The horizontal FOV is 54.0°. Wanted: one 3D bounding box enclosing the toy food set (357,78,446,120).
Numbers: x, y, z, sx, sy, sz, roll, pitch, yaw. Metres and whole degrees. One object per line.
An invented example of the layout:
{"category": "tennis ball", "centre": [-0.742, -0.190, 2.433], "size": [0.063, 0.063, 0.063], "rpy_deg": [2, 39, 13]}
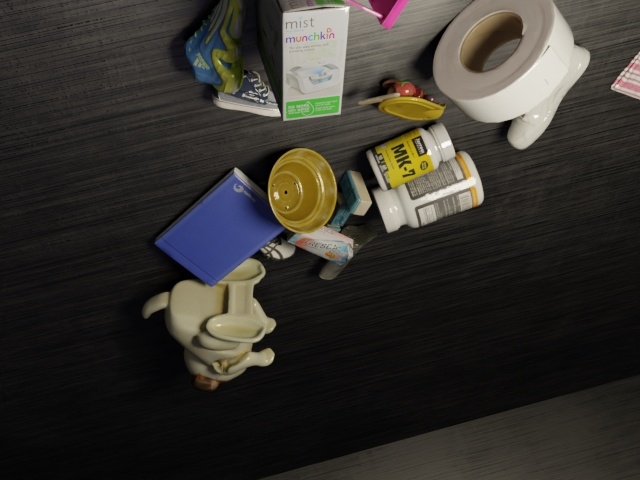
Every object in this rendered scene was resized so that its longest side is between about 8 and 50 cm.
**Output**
{"category": "toy food set", "centre": [0.207, -0.347, 1.503], "size": [0.218, 0.071, 0.128], "rpy_deg": [7, 173, -41]}

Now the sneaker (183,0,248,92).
{"category": "sneaker", "centre": [-0.215, -0.416, 1.263], "size": [0.126, 0.091, 0.240], "rpy_deg": [8, 120, -1]}

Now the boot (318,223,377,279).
{"category": "boot", "centre": [0.059, 0.040, 1.886], "size": [0.208, 0.076, 0.190], "rpy_deg": [-40, 162, 31]}

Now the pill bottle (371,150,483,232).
{"category": "pill bottle", "centre": [0.292, -0.129, 1.733], "size": [0.278, 0.162, 0.162], "rpy_deg": [-20, 141, 4]}

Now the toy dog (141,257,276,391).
{"category": "toy dog", "centre": [-0.324, 0.302, 1.923], "size": [0.395, 0.284, 0.408], "rpy_deg": [-8, 142, -11]}

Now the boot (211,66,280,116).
{"category": "boot", "centre": [-0.143, -0.334, 1.402], "size": [0.190, 0.069, 0.086], "rpy_deg": [2, 132, -19]}

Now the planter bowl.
{"category": "planter bowl", "centre": [-0.068, -0.126, 1.623], "size": [0.217, 0.217, 0.090], "rpy_deg": [20, 169, -37]}

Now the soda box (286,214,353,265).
{"category": "soda box", "centre": [0.000, 0.000, 1.704], "size": [0.183, 0.063, 0.058], "rpy_deg": [24, 139, -25]}

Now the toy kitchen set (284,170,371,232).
{"category": "toy kitchen set", "centre": [0.009, -0.084, 1.710], "size": [0.166, 0.122, 0.207], "rpy_deg": [7, 135, -27]}

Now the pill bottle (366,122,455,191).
{"category": "pill bottle", "centre": [0.235, -0.220, 1.637], "size": [0.208, 0.119, 0.119], "rpy_deg": [-24, 140, 7]}

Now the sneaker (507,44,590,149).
{"category": "sneaker", "centre": [0.520, -0.375, 1.582], "size": [0.169, 0.108, 0.292], "rpy_deg": [10, 124, -27]}

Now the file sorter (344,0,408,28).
{"category": "file sorter", "centre": [0.064, -0.547, 1.058], "size": [0.182, 0.290, 0.202], "rpy_deg": [14, 131, -29]}

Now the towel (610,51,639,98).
{"category": "towel", "centre": [0.884, -0.461, 1.665], "size": [0.144, 0.029, 0.197], "rpy_deg": [8, 135, -27]}

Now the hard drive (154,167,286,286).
{"category": "hard drive", "centre": [-0.262, -0.027, 1.693], "size": [0.319, 0.040, 0.210], "rpy_deg": [-37, 117, 23]}

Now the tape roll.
{"category": "tape roll", "centre": [0.388, -0.400, 1.351], "size": [0.286, 0.286, 0.100], "rpy_deg": [-38, 136, 23]}

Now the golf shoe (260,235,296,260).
{"category": "golf shoe", "centre": [-0.144, -0.002, 1.787], "size": [0.198, 0.077, 0.094], "rpy_deg": [12, 132, -33]}

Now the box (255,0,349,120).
{"category": "box", "centre": [-0.046, -0.404, 1.205], "size": [0.127, 0.262, 0.231], "rpy_deg": [-9, 139, -11]}
